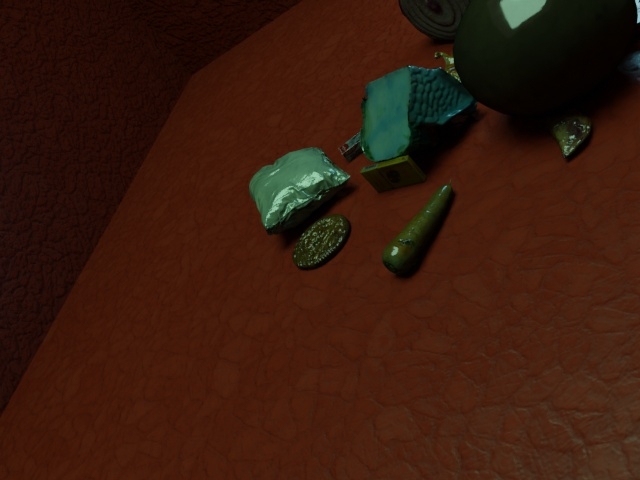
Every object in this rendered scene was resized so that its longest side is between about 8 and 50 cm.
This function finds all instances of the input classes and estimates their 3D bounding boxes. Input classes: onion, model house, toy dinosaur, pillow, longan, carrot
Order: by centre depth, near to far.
[{"bbox_3d":[0.493,-0.459,1.511,0.404,0.336,0.404,-29,-6,-3],"label":"longan"},{"bbox_3d":[0.239,-0.045,1.544,0.078,0.078,0.298,2,47,51],"label":"carrot"},{"bbox_3d":[0.265,-0.324,1.801,0.261,0.241,0.226,-179,86,-65],"label":"model house"},{"bbox_3d":[0.399,-0.521,1.985,0.142,0.057,0.212,12,60,42],"label":"toy dinosaur"},{"bbox_3d":[-0.069,-0.163,1.999,0.283,0.138,0.310,-32,32,1],"label":"pillow"},{"bbox_3d":[0.424,-0.792,2.103,0.260,0.282,0.336,-50,16,-18],"label":"onion"}]

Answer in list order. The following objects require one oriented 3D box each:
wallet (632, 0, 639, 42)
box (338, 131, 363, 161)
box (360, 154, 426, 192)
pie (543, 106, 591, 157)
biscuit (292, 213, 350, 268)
[{"bbox_3d":[0.758,-0.549,1.594,0.142,0.045,0.204,-19,37,37],"label":"wallet"},{"bbox_3d":[0.156,-0.321,2.028,0.218,0.039,0.055,-37,31,11],"label":"box"},{"bbox_3d":[0.187,-0.171,1.744,0.155,0.087,0.023,-10,43,43],"label":"box"},{"bbox_3d":[0.540,-0.244,1.469,0.092,0.034,0.170,-36,29,19],"label":"pie"},{"bbox_3d":[-0.001,-0.001,1.810,0.187,0.027,0.188,-31,31,21],"label":"biscuit"}]
